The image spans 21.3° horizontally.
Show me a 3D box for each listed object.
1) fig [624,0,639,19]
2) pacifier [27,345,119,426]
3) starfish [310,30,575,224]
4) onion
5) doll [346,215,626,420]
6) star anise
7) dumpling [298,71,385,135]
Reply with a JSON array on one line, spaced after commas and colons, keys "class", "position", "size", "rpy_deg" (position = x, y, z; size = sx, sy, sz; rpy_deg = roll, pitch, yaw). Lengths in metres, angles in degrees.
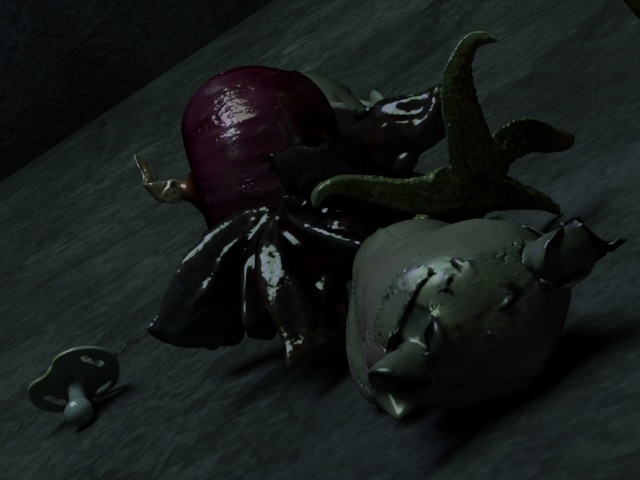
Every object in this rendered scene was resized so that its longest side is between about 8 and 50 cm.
[{"class": "fig", "position": [0.304, -0.233, 1.157], "size": [0.207, 0.207, 0.230], "rpy_deg": [-16, 21, 51]}, {"class": "pacifier", "position": [-0.191, 0.122, 1.350], "size": [0.083, 0.068, 0.064], "rpy_deg": [-44, 41, 28]}, {"class": "starfish", "position": [0.083, -0.029, 1.056], "size": [0.223, 0.050, 0.217], "rpy_deg": [-4, -49, -38]}, {"class": "onion", "position": [-0.046, -0.052, 1.354], "size": [0.153, 0.177, 0.177], "rpy_deg": [-34, 13, -22]}, {"class": "doll", "position": [0.075, 0.035, 0.947], "size": [0.149, 0.095, 0.192], "rpy_deg": [-32, 10, -10]}, {"class": "star anise", "position": [-0.003, 0.002, 1.162], "size": [0.283, 0.129, 0.212], "rpy_deg": [-35, -2, 28]}, {"class": "dumpling", "position": [0.003, -0.110, 1.632], "size": [0.127, 0.108, 0.188], "rpy_deg": [-6, 0, 2]}]
